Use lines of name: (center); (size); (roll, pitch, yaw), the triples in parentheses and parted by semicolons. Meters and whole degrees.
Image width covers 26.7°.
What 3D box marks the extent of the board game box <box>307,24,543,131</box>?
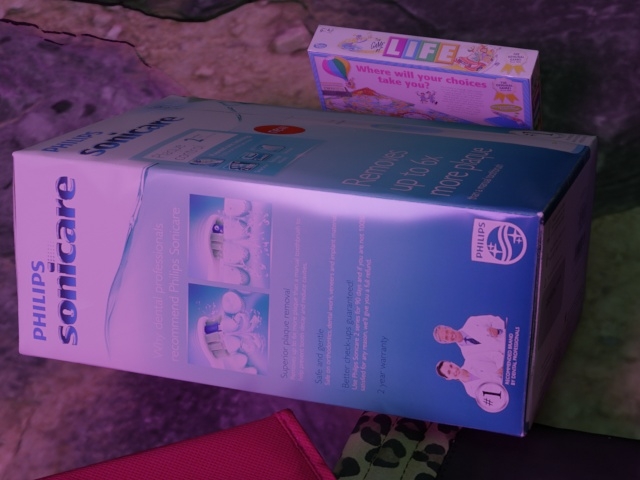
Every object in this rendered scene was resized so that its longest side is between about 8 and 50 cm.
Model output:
board game box: (0.075, -0.095, 0.930); (0.154, 0.103, 0.026); (10, 57, 18)

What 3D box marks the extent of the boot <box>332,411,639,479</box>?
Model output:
boot: (0.113, 0.242, 0.649); (0.284, 0.138, 0.377); (10, 60, 22)

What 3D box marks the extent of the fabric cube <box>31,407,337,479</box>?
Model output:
fabric cube: (-0.087, 0.264, 0.545); (0.258, 0.259, 0.254); (-11, 45, -31)

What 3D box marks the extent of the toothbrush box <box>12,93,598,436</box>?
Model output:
toothbrush box: (0.000, 0.000, 0.798); (0.295, 0.126, 0.216); (7, 17, 18)
